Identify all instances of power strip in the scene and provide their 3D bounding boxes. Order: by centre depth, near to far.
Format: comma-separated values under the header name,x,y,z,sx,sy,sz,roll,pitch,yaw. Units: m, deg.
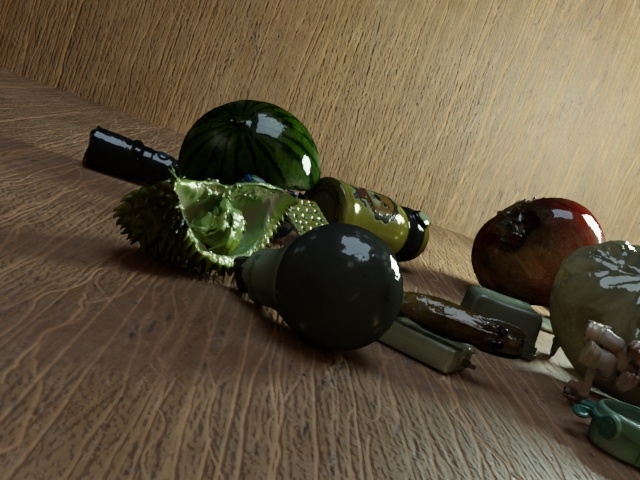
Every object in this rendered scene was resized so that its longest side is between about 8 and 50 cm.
name,x,y,z,sx,sy,sz,roll,pitch,yaw
power strip,0.094,0.131,1.441,0.367,0.043,0.106,25,9,28

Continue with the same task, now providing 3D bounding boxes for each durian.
name,x,y,z,sx,sy,sz,roll,pitch,yaw
durian,-0.194,-0.037,1.405,0.157,0.169,0.355,27,10,28

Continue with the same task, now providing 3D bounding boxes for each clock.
name,x,y,z,sx,sy,sz,roll,pitch,yaw
clock,0.461,0.285,1.269,0.188,0.060,0.148,25,11,30

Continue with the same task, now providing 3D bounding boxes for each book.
name,x,y,z,sx,sy,sz,roll,pitch,yaw
book,0.599,0.221,2.123,0.181,0.014,0.127,18,9,-12

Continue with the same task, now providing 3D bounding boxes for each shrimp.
name,x,y,z,sx,sy,sz,roll,pitch,yaw
shrimp,0.210,0.129,1.417,0.253,0.058,0.173,20,0,11

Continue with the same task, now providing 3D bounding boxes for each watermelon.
name,x,y,z,sx,sy,sz,roll,pitch,yaw
watermelon,-0.160,-0.218,1.965,0.331,0.189,0.331,6,48,-7

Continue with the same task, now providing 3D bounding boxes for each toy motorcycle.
name,x,y,z,sx,sy,sz,roll,pitch,yaw
toy motorcycle,-0.110,-0.070,1.840,0.254,0.135,0.092,31,32,-55

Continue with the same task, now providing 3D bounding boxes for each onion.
name,x,y,z,sx,sy,sz,roll,pitch,yaw
onion,0.562,0.031,2.268,0.353,0.353,0.353,20,9,-3

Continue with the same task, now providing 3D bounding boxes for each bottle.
name,x,y,z,sx,sy,sz,roll,pitch,yaw
bottle,0.122,-0.038,2.115,0.351,0.171,0.171,12,12,-42

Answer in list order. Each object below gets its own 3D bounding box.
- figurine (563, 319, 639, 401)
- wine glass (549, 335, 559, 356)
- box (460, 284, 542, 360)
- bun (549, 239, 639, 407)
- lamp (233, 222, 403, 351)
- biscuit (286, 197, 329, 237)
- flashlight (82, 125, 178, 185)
name,x,y,z,sx,sy,sz,roll,pitch,yaw
figurine,0.547,0.230,1.433,0.256,0.182,0.144,19,-35,13
wine glass,0.583,0.228,1.756,0.222,0.103,0.103,20,9,8
box,0.348,0.155,1.699,0.172,0.093,0.124,19,9,-5
bun,0.610,0.135,1.636,0.359,0.211,0.360,7,43,-7
lamp,-0.025,0.047,1.267,0.314,0.182,0.182,20,7,34
biscuit,0.000,0.000,1.765,0.139,0.016,0.231,7,44,-51
flashlight,-0.345,-0.156,2.053,0.424,0.103,0.103,19,9,-15
